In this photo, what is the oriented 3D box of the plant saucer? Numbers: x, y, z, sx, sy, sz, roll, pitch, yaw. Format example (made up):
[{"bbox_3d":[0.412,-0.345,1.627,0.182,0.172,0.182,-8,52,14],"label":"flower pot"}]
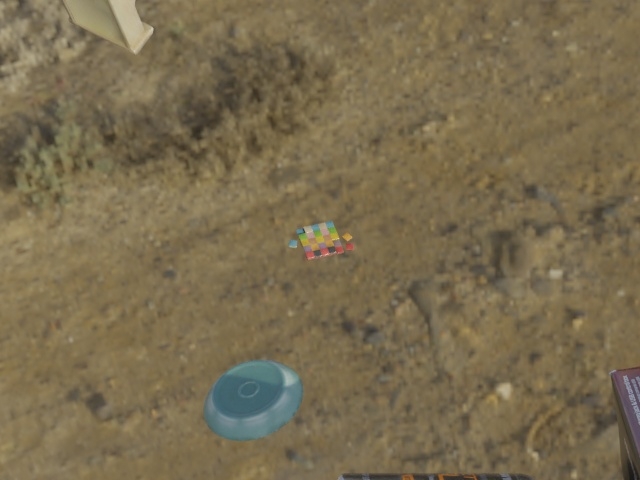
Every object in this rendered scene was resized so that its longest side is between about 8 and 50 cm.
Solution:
[{"bbox_3d":[-0.080,0.176,1.374,0.119,0.021,0.119,-11,40,9],"label":"plant saucer"}]

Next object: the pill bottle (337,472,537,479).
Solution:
[{"bbox_3d":[0.137,0.286,1.143,0.245,0.130,0.130,0,38,-2],"label":"pill bottle"}]

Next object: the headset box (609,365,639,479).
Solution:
[{"bbox_3d":[0.263,0.134,0.517,0.293,0.110,0.218,-11,24,9],"label":"headset box"}]

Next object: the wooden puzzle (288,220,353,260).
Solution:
[{"bbox_3d":[0.000,0.000,1.539,0.083,0.006,0.049,-13,56,-14],"label":"wooden puzzle"}]

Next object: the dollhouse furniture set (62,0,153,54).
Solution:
[{"bbox_3d":[-0.226,-0.387,1.513,0.212,0.161,0.242,28,72,15],"label":"dollhouse furniture set"}]
